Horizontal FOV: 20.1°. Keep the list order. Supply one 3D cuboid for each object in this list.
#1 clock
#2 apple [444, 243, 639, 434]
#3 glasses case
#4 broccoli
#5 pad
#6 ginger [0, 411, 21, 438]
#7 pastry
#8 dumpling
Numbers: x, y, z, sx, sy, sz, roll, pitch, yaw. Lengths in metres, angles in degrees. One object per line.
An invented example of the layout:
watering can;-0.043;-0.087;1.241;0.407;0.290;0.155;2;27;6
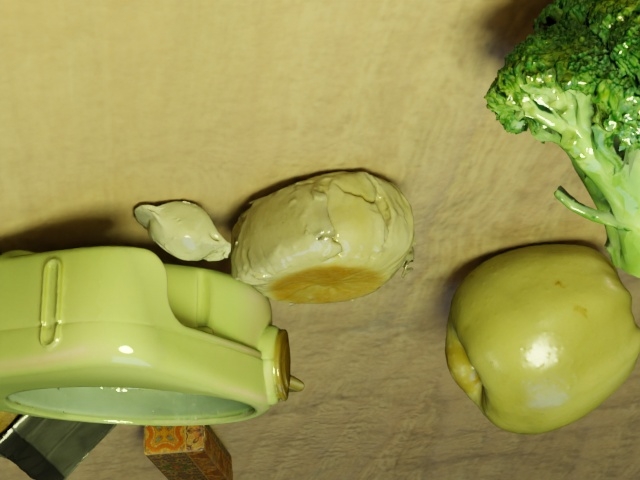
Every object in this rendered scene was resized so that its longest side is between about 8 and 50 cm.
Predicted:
clock;-0.172;0.095;1.629;0.286;0.117;0.348;-8;164;34
apple;0.217;0.096;1.784;0.200;0.200;0.200;-9;160;-3
glasses case;-0.162;0.264;2.247;0.075;0.049;0.218;-5;160;5
broccoli;0.248;-0.087;1.259;0.261;0.241;0.269;-7;-160;-41
pad;-0.251;0.177;1.864;0.174;0.022;0.233;-46;164;-7
ginger;-0.345;0.154;1.790;0.157;0.102;0.216;-32;171;-40
pastry;0.000;0.000;1.556;0.166;0.088;0.166;-10;159;-4
dumpling;-0.120;-0.003;1.539;0.076;0.052;0.057;-2;145;-25
